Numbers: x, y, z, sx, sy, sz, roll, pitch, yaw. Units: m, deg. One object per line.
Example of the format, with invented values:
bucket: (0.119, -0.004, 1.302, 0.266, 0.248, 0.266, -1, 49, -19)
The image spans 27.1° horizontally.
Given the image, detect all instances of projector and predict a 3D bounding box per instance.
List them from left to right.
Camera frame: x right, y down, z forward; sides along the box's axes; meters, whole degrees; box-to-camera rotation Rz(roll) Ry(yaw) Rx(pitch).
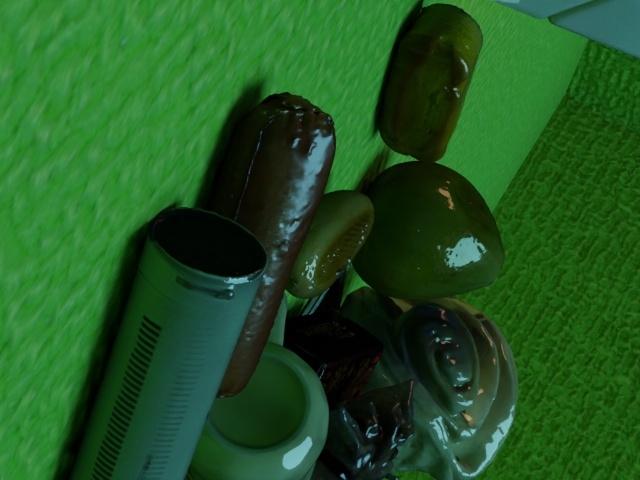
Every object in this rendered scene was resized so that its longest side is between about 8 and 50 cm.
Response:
projector: (-0.146, 0.133, 1.191, 0.108, 0.108, 0.337, -45, 160, -57)

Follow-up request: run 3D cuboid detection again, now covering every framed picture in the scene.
framed picture: (-0.034, 0.171, 2.051, 0.296, 0.019, 0.232, -57, 169, -23)

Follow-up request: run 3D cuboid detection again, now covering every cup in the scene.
cup: (-0.061, 0.193, 1.558, 0.255, 0.173, 0.202, -55, 169, -28)

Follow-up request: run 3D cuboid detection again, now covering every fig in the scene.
fig: (0.157, -0.015, 1.933, 0.207, 0.230, 0.207, 175, -90, -75)

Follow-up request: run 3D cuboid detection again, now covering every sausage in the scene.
sausage: (-0.070, 0.009, 1.250, 0.102, 0.102, 0.330, -42, 157, -61)

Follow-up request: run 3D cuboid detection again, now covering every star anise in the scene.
star anise: (0.028, 0.301, 1.770, 0.315, 0.108, 0.315, -43, 158, -22)

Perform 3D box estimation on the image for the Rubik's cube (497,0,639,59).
Rubik's cube: (0.393, -0.415, 1.552, 0.316, 0.318, 0.322, -77, -171, -57)

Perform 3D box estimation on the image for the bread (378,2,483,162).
bread: (0.140, -0.193, 1.705, 0.094, 0.102, 0.245, -57, 170, -32)

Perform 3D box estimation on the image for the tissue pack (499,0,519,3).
tissue pack: (0.190, -0.399, 1.319, 0.170, 0.071, 0.325, -4, 124, -43)

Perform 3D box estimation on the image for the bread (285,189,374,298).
bread: (0.000, 0.000, 1.621, 0.189, 0.077, 0.114, -47, 142, -51)

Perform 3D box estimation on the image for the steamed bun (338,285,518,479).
steamed bun: (0.153, 0.204, 2.071, 0.394, 0.346, 0.237, -26, 154, -38)

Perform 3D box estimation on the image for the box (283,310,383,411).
box: (-0.081, 0.302, 1.848, 0.415, 0.116, 0.264, -64, 162, 11)
